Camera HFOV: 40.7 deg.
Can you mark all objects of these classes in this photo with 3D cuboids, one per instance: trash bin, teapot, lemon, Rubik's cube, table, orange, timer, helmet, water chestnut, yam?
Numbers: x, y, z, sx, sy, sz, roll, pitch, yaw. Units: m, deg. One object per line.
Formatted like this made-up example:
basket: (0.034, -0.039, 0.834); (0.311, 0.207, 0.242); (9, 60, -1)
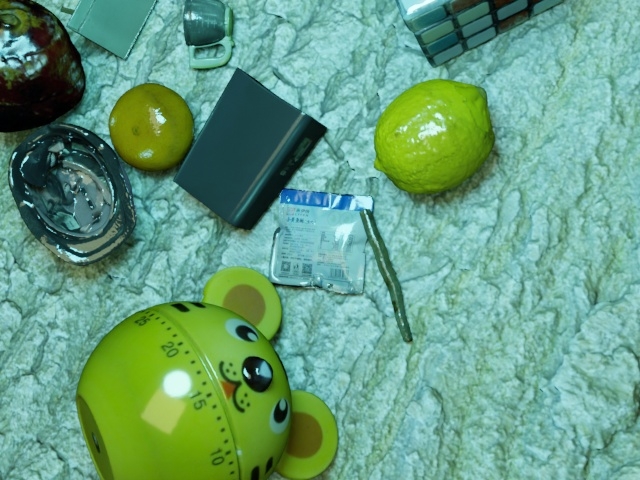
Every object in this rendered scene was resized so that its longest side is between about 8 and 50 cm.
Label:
trash bin: (-0.127, -0.153, 1.483); (0.165, 0.115, 0.225); (36, 96, 15)
teapot: (-0.198, -0.380, 1.548); (0.090, 0.124, 0.092); (3, 44, -1)
lemon: (0.179, -0.164, 1.375); (0.180, 0.180, 0.193); (43, 74, 14)
Rubik's cube: (0.220, -0.464, 1.351); (0.256, 0.253, 0.259); (-24, 78, 11)
table: (-0.374, -0.475, 1.577); (0.111, 0.121, 0.240); (31, 92, 32)
orange: (-0.295, -0.199, 1.524); (0.156, 0.124, 0.156); (4, 102, 20)
timer: (-0.176, 0.247, 1.365); (0.387, 0.376, 0.376); (-19, 77, -29)
helmet: (-0.432, -0.087, 1.536); (0.198, 0.154, 0.253); (-36, 95, 1)
water chestnut: (-0.570, -0.312, 1.536); (0.289, 0.289, 0.244); (4, 108, 14)
yam: (0.113, 0.057, 1.442); (0.027, 0.029, 0.234); (-19, 86, 5)

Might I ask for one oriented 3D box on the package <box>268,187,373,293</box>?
package: (0.000, 0.000, 1.480); (0.171, 0.027, 0.173); (6, 83, 17)
